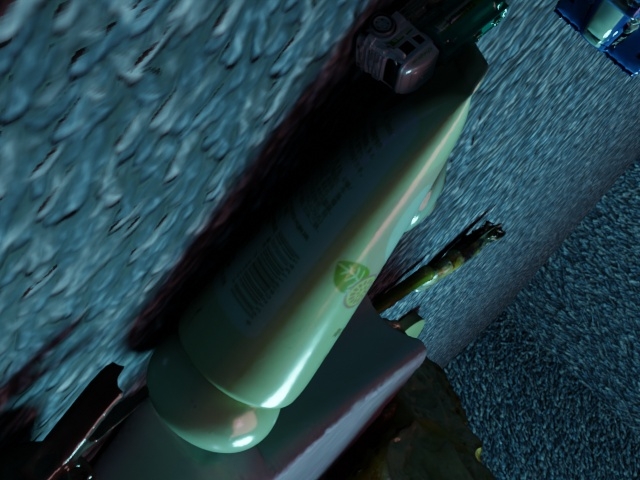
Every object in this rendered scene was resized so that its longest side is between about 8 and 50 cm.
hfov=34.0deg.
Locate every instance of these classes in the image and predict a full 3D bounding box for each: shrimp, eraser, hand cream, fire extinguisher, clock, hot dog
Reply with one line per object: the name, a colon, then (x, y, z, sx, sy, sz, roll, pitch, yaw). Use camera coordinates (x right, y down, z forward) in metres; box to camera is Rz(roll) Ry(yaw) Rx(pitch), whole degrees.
shrimp: (0.187, 0.022, 1.453, 0.161, 0.034, 0.091, -33, 175, -23)
eraser: (-0.077, 0.204, 0.958, 0.272, 0.122, 0.359, -51, 167, 26)
hand cream: (0.000, 0.000, 0.648, 0.305, 0.093, 0.147, -54, -170, 19)
fire extinguisher: (-0.171, 0.157, 0.645, 0.252, 0.075, 0.106, 117, -7, -49)
clock: (0.080, 0.204, 1.688, 0.235, 0.029, 0.235, -44, 166, -14)
hot dog: (0.012, 0.329, 1.241, 0.365, 0.196, 0.367, -54, -150, 23)

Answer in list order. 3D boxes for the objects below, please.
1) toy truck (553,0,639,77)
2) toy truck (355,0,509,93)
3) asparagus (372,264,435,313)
toy truck: (0.252, -0.215, 0.715, 0.126, 0.113, 0.208, -28, 158, -50)
toy truck: (0.061, -0.114, 0.566, 0.083, 0.044, 0.039, -41, 164, -20)
asparagus: (0.060, 0.088, 1.251, 0.248, 0.024, 0.025, -32, 155, -42)
